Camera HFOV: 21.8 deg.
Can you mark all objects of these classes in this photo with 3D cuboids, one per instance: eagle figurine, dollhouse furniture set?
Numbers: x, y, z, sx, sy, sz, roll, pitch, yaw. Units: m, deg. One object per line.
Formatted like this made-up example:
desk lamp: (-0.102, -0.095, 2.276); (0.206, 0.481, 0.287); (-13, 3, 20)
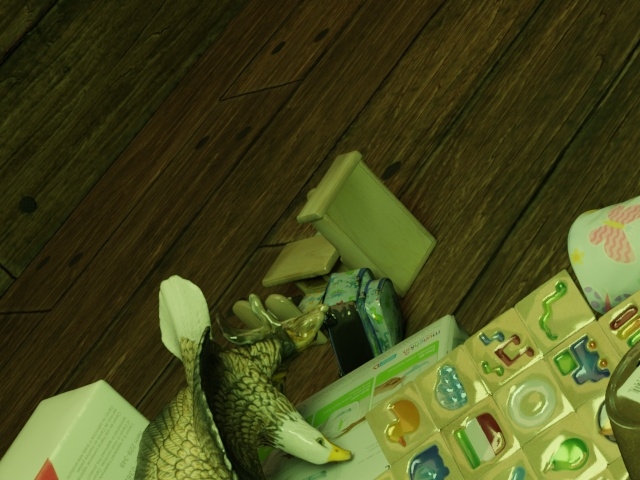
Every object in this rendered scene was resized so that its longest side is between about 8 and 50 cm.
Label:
eagle figurine: (-0.083, 0.181, 1.553); (0.225, 0.226, 0.298); (-4, 35, 31)
dollhouse furniture set: (0.000, 0.000, 2.110); (0.242, 0.161, 0.212); (-14, 36, 52)

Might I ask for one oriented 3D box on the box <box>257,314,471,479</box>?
box: (0.054, 0.234, 1.630); (0.262, 0.127, 0.231); (-33, 24, 25)

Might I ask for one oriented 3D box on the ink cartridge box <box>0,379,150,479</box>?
ink cartridge box: (-0.196, 0.324, 1.660); (0.131, 0.306, 0.226); (-20, 31, 47)

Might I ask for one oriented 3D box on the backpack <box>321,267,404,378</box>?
backpack: (0.051, 0.088, 1.944); (0.084, 0.105, 0.114); (-13, 29, 13)

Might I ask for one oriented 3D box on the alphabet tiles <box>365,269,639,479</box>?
alphabet tiles: (0.184, 0.200, 1.405); (0.342, 0.011, 0.285); (-38, 57, 15)

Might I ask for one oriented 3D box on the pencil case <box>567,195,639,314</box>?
pencil case: (0.364, -0.018, 1.559); (0.273, 0.113, 0.124); (-27, 37, 39)

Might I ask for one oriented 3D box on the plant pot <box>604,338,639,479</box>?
plant pot: (0.308, 0.163, 1.166); (0.215, 0.230, 0.215); (-37, 22, 18)
